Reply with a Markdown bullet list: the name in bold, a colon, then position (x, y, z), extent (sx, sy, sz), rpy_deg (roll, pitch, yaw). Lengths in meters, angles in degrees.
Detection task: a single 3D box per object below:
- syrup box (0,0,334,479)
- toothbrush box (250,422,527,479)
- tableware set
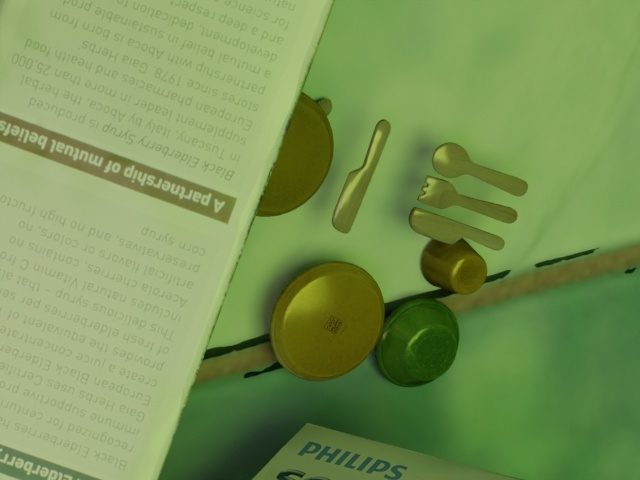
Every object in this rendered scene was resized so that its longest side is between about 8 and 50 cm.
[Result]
- **syrup box**: position (-0.078, 0.008, 0.536), extent (0.096, 0.093, 0.236), rpy_deg (21, 94, -5)
- **toothbrush box**: position (-0.017, 0.232, 0.552), extent (0.283, 0.122, 0.206), rpy_deg (-43, 129, -40)
- **tableware set**: position (0.000, 0.000, 0.631), extent (0.154, 0.024, 0.104), rpy_deg (17, 98, -30)
